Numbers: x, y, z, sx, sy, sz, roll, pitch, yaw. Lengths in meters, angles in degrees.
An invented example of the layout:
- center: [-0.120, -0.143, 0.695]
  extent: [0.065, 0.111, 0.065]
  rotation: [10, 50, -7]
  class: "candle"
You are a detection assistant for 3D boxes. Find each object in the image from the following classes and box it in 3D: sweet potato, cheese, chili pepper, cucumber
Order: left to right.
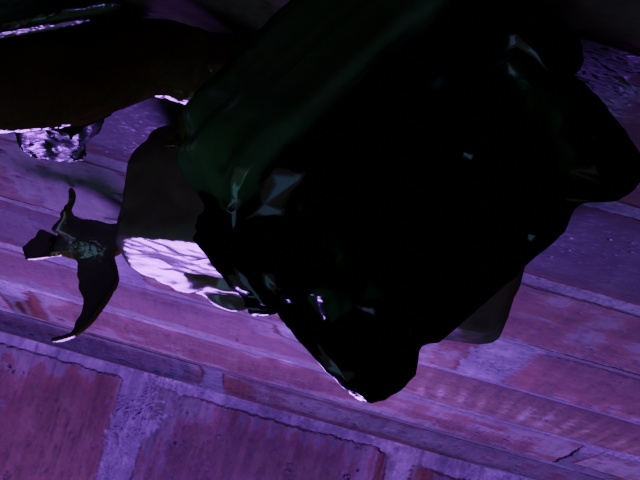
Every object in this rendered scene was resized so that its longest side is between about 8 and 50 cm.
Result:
- center: [-0.199, -0.151, 1.187]
  extent: [0.115, 0.063, 0.244]
  rotation: [-17, -171, -37]
  class: "cucumber"
- center: [-0.156, -0.099, 1.173]
  extent: [0.281, 0.067, 0.059]
  rotation: [-9, 143, -39]
  class: "sweet potato"
- center: [-0.203, -0.090, 1.535]
  extent: [0.088, 0.059, 0.227]
  rotation: [11, 171, -2]
  class: "chili pepper"
- center: [0.000, 0.000, 1.538]
  extent: [0.326, 0.115, 0.318]
  rotation: [17, 168, -6]
  class: "cheese"

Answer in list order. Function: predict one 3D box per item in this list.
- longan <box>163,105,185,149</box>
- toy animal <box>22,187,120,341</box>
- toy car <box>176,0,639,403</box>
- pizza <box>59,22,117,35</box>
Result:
- center: [-0.073, -0.073, 1.374]
  extent: [0.083, 0.075, 0.075]
  rotation: [-13, 159, 20]
  class: "longan"
- center: [-0.222, -0.003, 1.910]
  extent: [0.095, 0.219, 0.155]
  rotation: [36, 126, -13]
  class: "toy animal"
- center: [0.037, -0.048, 1.066]
  extent: [0.176, 0.213, 0.358]
  rotation: [49, -178, 28]
  class: "toy car"
- center: [-0.201, -0.113, 1.286]
  extent: [0.176, 0.036, 0.185]
  rotation: [-16, -173, -43]
  class: "pizza"
